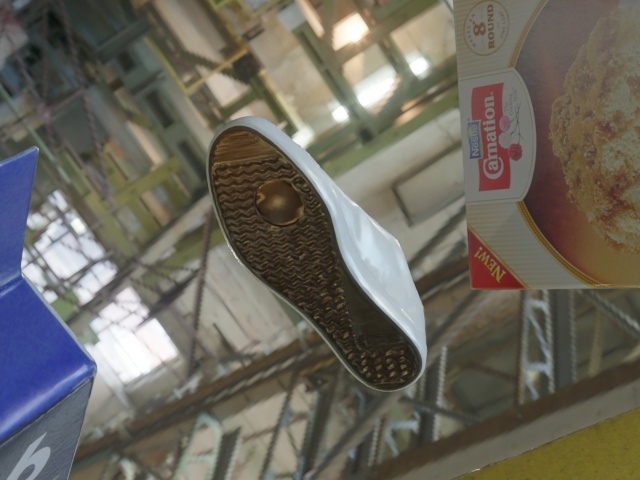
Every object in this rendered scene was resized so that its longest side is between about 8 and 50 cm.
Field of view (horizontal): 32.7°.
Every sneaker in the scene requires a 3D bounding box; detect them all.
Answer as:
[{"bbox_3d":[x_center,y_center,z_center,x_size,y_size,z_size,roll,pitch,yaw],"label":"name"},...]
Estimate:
[{"bbox_3d":[0.000,0.000,0.998,0.105,0.290,0.123,-26,-159,23],"label":"sneaker"}]

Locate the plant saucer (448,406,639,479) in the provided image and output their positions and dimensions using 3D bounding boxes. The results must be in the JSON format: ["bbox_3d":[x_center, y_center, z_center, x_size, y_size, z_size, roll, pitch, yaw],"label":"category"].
[{"bbox_3d":[0.180,0.277,0.605,0.332,0.333,0.081,-20,-175,-7],"label":"plant saucer"}]

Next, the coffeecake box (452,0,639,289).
[{"bbox_3d":[0.153,-0.052,0.471,0.185,0.143,0.068,-4,180,44],"label":"coffeecake box"}]

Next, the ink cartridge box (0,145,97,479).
[{"bbox_3d":[-0.216,0.148,0.401,0.303,0.072,0.307,-36,158,-44],"label":"ink cartridge box"}]
